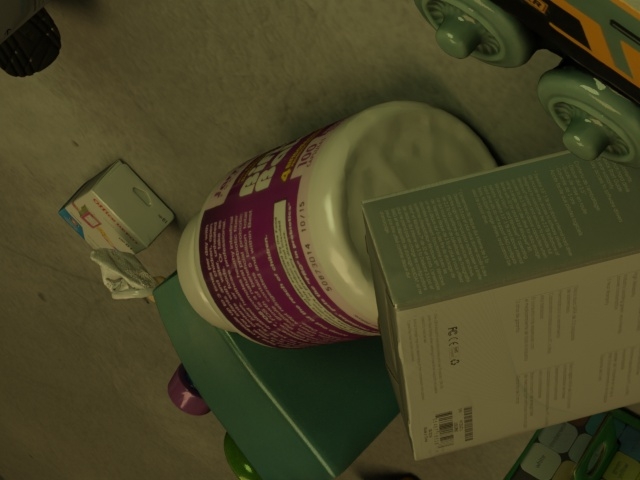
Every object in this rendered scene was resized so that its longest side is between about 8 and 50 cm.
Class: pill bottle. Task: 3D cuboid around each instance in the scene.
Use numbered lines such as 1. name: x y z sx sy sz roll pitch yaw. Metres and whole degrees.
1. pill bottle: 0.000 0.000 1.018 0.169 0.169 0.301 48 152 -15

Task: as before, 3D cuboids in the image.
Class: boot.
1. boot: -0.318 -0.264 1.097 0.161 0.083 0.246 45 161 44

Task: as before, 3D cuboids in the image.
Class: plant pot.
1. plant pot: -0.038 0.095 1.234 0.234 0.166 0.165 51 152 -5

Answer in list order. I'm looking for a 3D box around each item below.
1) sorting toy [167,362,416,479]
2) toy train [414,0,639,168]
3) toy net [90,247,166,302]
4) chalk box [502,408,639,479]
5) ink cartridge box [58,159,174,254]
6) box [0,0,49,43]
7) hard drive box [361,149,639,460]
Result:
1. sorting toy: -0.016 0.246 1.525 0.365 0.127 0.126 40 124 5
2. toy train: 0.176 -0.112 0.616 0.334 0.142 0.190 37 172 5
3. toy net: -0.143 0.078 1.343 0.232 0.045 0.122 23 -161 -18
4. chalk box: 0.237 0.227 1.104 0.132 0.132 0.213 29 153 21
5. ink cartridge box: -0.225 -0.029 1.389 0.088 0.052 0.122 46 151 -13
6. box: -0.240 -0.216 0.976 0.038 0.186 0.145 37 154 5
7. hard drive box: 0.154 0.035 0.809 0.181 0.232 0.089 80 176 -51
